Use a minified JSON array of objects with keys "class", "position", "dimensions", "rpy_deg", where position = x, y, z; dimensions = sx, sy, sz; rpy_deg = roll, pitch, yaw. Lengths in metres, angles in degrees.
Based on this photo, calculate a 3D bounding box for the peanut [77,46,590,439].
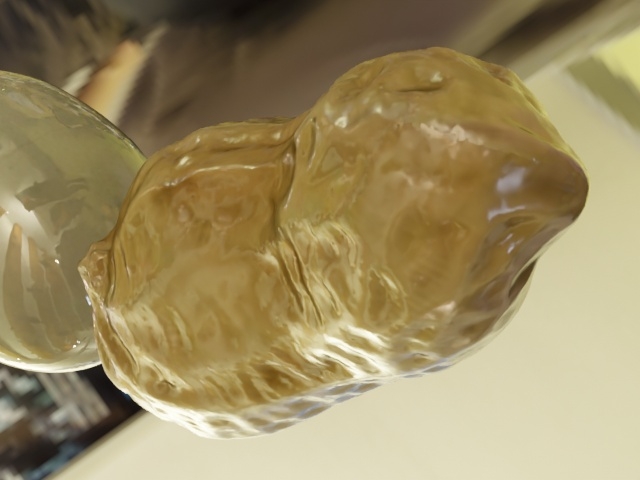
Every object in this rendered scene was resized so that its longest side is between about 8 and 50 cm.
[{"class":"peanut","position":[0.000,0.000,0.861],"dimensions":[0.153,0.140,0.325],"rpy_deg":[32,150,-18]}]

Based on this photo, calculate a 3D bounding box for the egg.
[{"class":"egg","position":[-0.174,-0.017,1.111],"dimensions":[0.209,0.151,0.151],"rpy_deg":[43,159,18]}]
